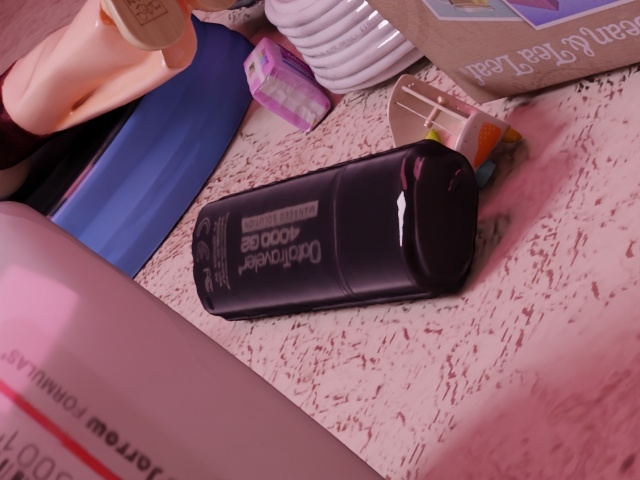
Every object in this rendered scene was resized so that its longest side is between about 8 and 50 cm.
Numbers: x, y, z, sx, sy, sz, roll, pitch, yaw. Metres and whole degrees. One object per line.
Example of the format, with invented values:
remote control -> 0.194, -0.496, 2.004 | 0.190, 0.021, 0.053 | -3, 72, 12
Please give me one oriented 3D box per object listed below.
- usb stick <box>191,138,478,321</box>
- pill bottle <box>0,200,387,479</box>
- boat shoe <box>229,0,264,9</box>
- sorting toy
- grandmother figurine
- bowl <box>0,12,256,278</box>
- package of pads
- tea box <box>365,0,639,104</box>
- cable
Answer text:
usb stick -> 0.000, 0.000, 1.015 | 0.278, 0.045, 0.077 | -11, 80, 63
pill bottle -> -0.157, 0.206, 0.692 | 0.407, 0.229, 0.229 | -51, 18, -6
boat shoe -> -0.103, -0.247, 1.580 | 0.099, 0.116, 0.319 | -35, 27, -25
sorting toy -> 0.060, -0.037, 0.983 | 0.075, 0.045, 0.083 | -63, 30, 6
grandmother figurine -> -0.206, -0.106, 1.430 | 0.208, 0.104, 0.342 | -28, -4, -42
bowl -> -0.207, -0.033, 1.553 | 0.391, 0.077, 0.391 | -43, 19, 19
package of pads -> -0.023, -0.106, 1.302 | 0.032, 0.050, 0.083 | -52, 17, 11
tea box -> 0.164, -0.268, 0.903 | 0.323, 0.220, 0.329 | -56, 19, -19
cable -> 0.070, -0.211, 1.228 | 0.257, 0.089, 0.257 | -52, 18, -8
